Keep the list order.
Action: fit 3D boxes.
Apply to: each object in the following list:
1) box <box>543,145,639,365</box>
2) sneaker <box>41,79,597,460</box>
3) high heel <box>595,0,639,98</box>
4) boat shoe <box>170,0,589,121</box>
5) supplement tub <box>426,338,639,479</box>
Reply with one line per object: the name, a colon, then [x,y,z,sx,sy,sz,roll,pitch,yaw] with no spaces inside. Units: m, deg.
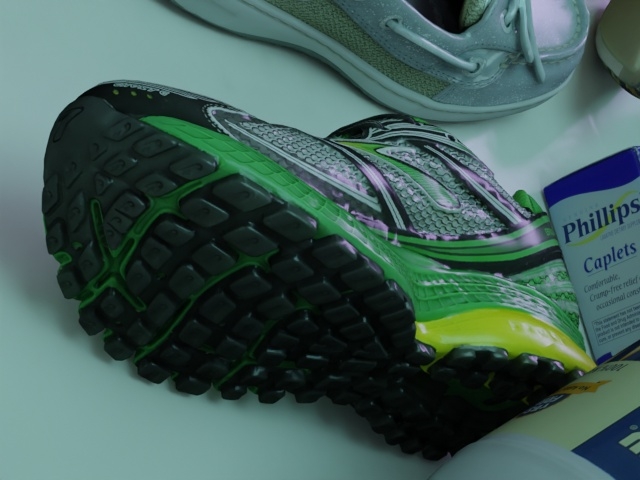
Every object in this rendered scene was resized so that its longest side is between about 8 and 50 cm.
box: [0.215,0.018,1.161,0.126,0.072,0.137,-2,70,-47]
sneaker: [0.000,0.000,0.925,0.343,0.134,0.146,26,45,-46]
high heel: [0.277,-0.120,1.276,0.186,0.093,0.261,42,35,-13]
boat shoe: [0.044,-0.149,1.048,0.320,0.103,0.118,17,58,-39]
supplement tub: [0.183,0.157,0.871,0.325,0.235,0.235,-29,91,-26]
